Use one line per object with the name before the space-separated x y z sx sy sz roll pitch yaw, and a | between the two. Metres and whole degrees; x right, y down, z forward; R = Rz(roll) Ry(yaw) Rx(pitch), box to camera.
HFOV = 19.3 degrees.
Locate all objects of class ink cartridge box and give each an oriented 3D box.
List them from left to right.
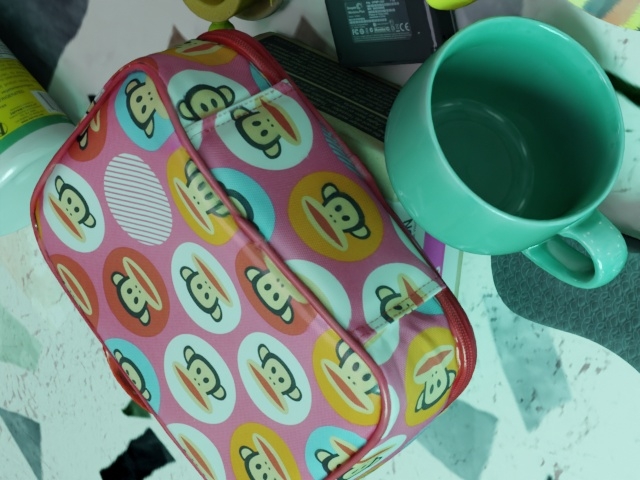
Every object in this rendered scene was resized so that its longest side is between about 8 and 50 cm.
ink cartridge box | 0.000 0.000 1.291 0.193 0.088 0.234 27 126 34

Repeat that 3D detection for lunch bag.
lunch bag | -0.060 0.039 1.214 0.293 0.120 0.258 54 137 9

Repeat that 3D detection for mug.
mug | 0.105 -0.044 1.122 0.097 0.129 0.157 140 127 -64

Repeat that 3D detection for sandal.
sandal | 0.211 0.039 1.138 0.254 0.054 0.097 33 124 42

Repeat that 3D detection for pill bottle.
pill bottle | -0.291 -0.113 1.499 0.208 0.118 0.117 48 136 16

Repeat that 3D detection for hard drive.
hard drive | 0.036 -0.180 1.211 0.094 0.022 0.135 2 112 44

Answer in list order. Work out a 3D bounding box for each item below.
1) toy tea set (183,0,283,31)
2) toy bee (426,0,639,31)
toy tea set | -0.127 -0.292 1.238 0.200 0.124 0.336 22 125 36
toy bee | 0.086 -0.211 1.044 0.298 0.162 0.195 31 131 30
